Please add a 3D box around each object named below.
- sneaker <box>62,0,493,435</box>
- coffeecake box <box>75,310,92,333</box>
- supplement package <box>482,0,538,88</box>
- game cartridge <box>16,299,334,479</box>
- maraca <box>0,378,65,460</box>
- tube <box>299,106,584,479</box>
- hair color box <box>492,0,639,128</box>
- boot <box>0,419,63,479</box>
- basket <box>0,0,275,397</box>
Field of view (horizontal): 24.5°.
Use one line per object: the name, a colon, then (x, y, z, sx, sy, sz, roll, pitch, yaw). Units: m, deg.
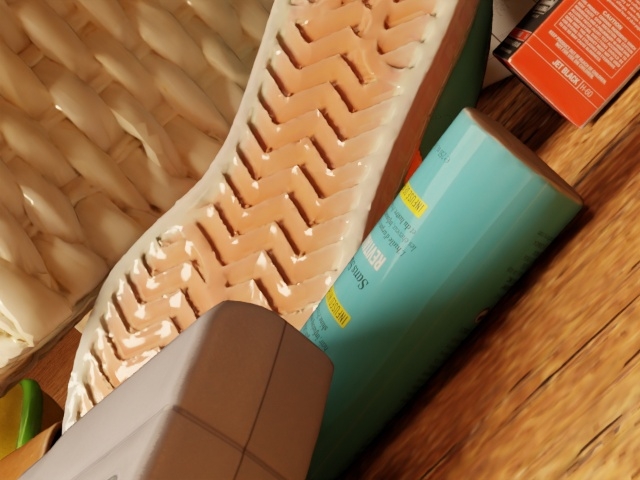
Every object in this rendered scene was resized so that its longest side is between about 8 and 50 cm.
sneaker: (0.000, 0.000, 0.644, 0.302, 0.108, 0.121, -62, -27, -5)
coffeecake box: (-0.193, 0.008, 1.482, 0.068, 0.142, 0.185, -39, 12, 49)
supplement package: (0.098, -0.181, 0.792, 0.134, 0.139, 0.244, -51, 9, -12)
game cartridge: (-0.096, 0.154, 0.419, 0.196, 0.060, 0.294, -35, 22, 46)
maraca: (-0.195, 0.172, 0.873, 0.127, 0.099, 0.186, 144, 140, -67)
tube: (0.007, 0.049, 0.518, 0.207, 0.052, 0.080, -52, 8, 12)
hair color box: (0.135, -0.114, 0.600, 0.141, 0.043, 0.072, -47, 6, 8)
boot: (-0.214, 0.240, 0.702, 0.280, 0.096, 0.264, -23, 37, 32)
basket: (-0.193, -0.105, 0.755, 0.328, 0.331, 0.266, -45, 9, -36)
